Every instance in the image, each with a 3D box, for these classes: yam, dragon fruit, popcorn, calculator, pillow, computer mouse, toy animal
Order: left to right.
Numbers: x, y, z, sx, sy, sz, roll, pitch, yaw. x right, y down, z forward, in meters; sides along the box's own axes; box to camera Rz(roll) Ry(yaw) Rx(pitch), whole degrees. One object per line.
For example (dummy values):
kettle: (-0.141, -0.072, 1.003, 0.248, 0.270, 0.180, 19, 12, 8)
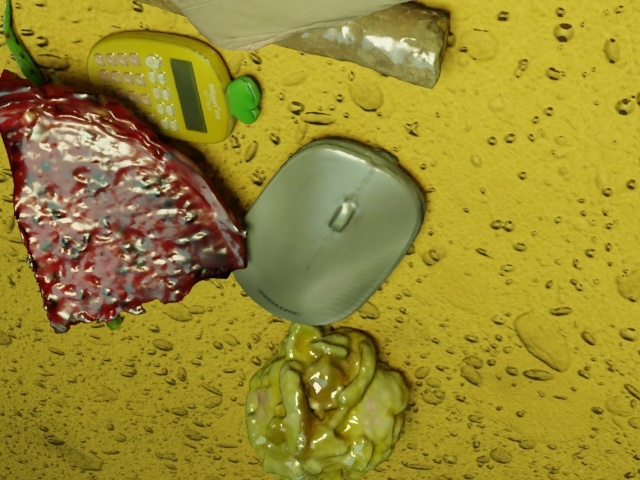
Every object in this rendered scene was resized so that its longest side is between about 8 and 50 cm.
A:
toy animal: (-0.387, -0.200, 1.150, 0.075, 0.041, 0.217, -16, 130, 0)
dragon fruit: (-0.262, -0.092, 1.154, 0.286, 0.228, 0.329, -17, 113, 2)
calculator: (-0.175, -0.182, 1.073, 0.235, 0.032, 0.146, 12, 137, 19)
pillow: (-0.042, -0.253, 0.788, 0.270, 0.067, 0.173, -7, 132, 40)
yam: (-0.040, -0.237, 0.915, 0.356, 0.081, 0.081, 18, 138, 10)
computer mouse: (-0.002, 0.004, 1.132, 0.197, 0.095, 0.331, 27, 139, -7)
popcorn: (0.001, 0.246, 1.297, 0.259, 0.212, 0.259, 13, 144, 10)

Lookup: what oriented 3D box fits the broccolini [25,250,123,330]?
broccolini: (-0.390, 0.076, 1.431, 0.067, 0.058, 0.216, -7, 130, 29)
